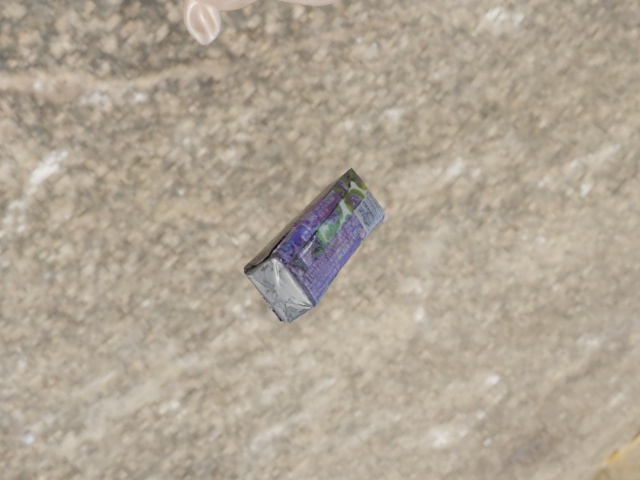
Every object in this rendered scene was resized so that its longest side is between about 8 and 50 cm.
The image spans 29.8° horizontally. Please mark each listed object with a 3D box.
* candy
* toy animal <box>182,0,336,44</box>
[{"bbox_3d":[0.000,0.000,1.552,0.061,0.088,0.312,-31,-171,29],"label":"candy"},{"bbox_3d":[-0.056,-0.352,1.450,0.248,0.165,0.149,-7,144,2],"label":"toy animal"}]
